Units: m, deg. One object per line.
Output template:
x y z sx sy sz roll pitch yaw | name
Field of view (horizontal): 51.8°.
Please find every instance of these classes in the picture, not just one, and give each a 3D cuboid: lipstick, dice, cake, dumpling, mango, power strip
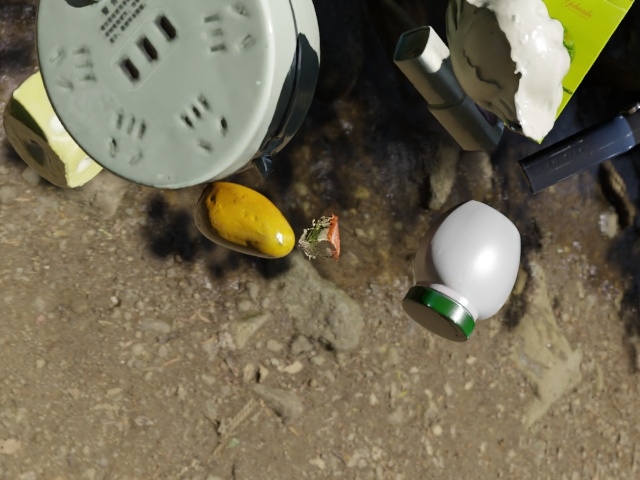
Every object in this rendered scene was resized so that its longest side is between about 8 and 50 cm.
0.214 -0.247 1.089 0.253 0.077 0.079 36 63 -41 | lipstick
-0.491 -0.221 1.278 0.166 0.169 0.169 38 59 1 | dice
0.003 0.018 1.663 0.220 0.086 0.116 -74 157 -71 | cake
0.202 -0.193 0.672 0.127 0.108 0.188 -21 82 -29 | dumpling
-0.076 -0.017 0.666 0.060 0.114 0.080 -65 150 -14 | mango
-0.171 -0.230 0.834 0.161 0.357 0.357 -34 112 -65 | power strip

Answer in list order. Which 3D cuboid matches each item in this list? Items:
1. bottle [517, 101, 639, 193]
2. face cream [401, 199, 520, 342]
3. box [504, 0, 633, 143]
0.491 -0.172 1.220 0.082 0.244 0.072 60 17 -16 | bottle
0.406 0.087 1.869 0.312 0.219 0.357 41 71 -20 | face cream
0.469 -0.391 1.370 0.187 0.047 0.335 27 111 -5 | box
